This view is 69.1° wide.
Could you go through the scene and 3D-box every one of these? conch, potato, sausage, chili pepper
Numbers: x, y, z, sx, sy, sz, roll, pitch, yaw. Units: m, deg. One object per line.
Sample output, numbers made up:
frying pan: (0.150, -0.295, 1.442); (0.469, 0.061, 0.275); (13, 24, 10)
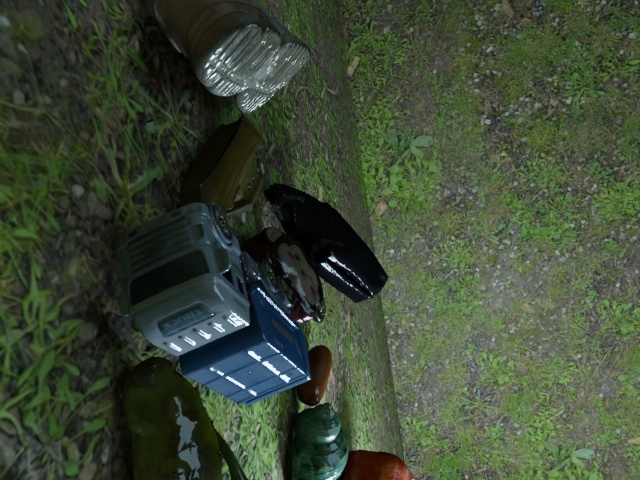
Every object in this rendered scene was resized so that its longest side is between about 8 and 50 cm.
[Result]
conch: (-0.007, 0.479, 1.088); (0.176, 0.122, 0.187); (10, 68, -49)
potato: (-0.184, 0.254, 0.575); (0.117, 0.090, 0.225); (-14, 90, -69)
sausage: (-0.014, 0.348, 1.205); (0.197, 0.077, 0.076); (-64, 144, -63)
chili pepper: (0.151, 0.826, 1.406); (0.305, 0.230, 0.251); (-65, 149, -46)

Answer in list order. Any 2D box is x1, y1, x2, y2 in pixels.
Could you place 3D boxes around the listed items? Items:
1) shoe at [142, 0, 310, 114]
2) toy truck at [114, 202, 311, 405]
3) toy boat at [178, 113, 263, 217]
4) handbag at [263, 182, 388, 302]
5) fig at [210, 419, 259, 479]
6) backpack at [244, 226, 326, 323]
shoe: (-0.147, -0.357, 0.801); (0.198, 0.172, 0.351); (51, 9, 0)
toy truck: (-0.127, 0.108, 0.667); (0.367, 0.146, 0.175); (58, 8, -53)
toy boat: (-0.162, -0.105, 0.811); (0.321, 0.089, 0.121); (-83, 152, -51)
handbag: (0.000, 0.000, 1.139); (0.342, 0.152, 0.288); (50, 7, 31)
fig: (-0.119, 0.390, 0.707); (0.149, 0.149, 0.245); (-21, 93, -75)
backpack: (-0.081, 0.080, 0.973); (0.229, 0.139, 0.229); (57, 14, -23)
